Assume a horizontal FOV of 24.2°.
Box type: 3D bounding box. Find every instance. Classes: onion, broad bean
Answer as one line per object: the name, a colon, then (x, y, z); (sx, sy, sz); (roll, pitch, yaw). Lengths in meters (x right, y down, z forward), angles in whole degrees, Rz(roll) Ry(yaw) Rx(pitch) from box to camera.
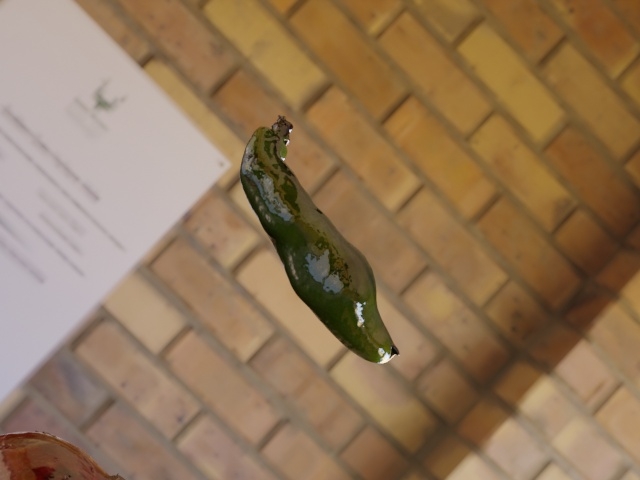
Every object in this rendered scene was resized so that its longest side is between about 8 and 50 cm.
onion: (-0.254, 0.292, 1.409); (0.246, 0.190, 0.246); (53, -13, 18)
broad bean: (-0.007, -0.001, 1.044); (0.046, 0.061, 0.195); (-44, -114, 52)
